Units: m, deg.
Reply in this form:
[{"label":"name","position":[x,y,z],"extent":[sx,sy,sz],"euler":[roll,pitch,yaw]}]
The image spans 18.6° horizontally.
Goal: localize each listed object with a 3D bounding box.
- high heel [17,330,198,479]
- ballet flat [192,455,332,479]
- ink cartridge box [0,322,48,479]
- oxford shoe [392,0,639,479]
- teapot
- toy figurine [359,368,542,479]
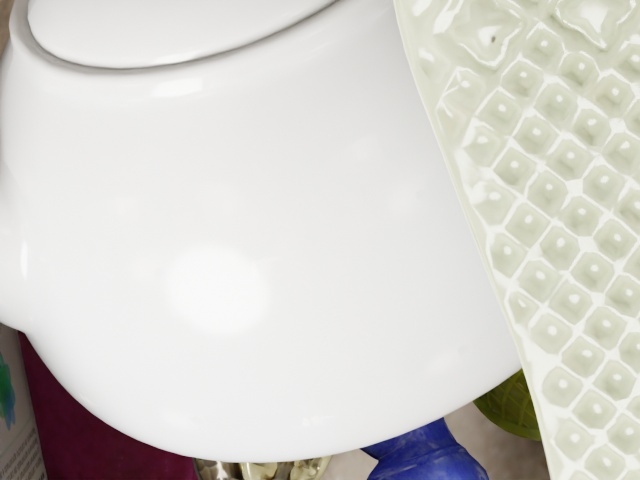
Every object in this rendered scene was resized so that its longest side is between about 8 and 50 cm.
[{"label":"high heel","position":[-0.196,0.043,0.980],"extent":[0.377,0.127,0.181],"euler":[17,98,46]},{"label":"ballet flat","position":[0.000,0.000,0.847],"extent":[0.058,0.084,0.250],"euler":[4,77,49]},{"label":"ink cartridge box","position":[-0.177,0.201,0.742],"extent":[0.151,0.270,0.395],"euler":[-12,98,3]},{"label":"oxford shoe","position":[0.125,-0.037,0.580],"extent":[0.169,0.130,0.449],"euler":[-4,107,28]},{"label":"teapot","position":[-0.014,-0.062,0.690],"extent":[0.252,0.187,0.256],"euler":[-1,38,25]},{"label":"toy figurine","position":[0.047,0.124,0.686],"extent":[0.191,0.217,0.362],"euler":[10,88,41]}]
